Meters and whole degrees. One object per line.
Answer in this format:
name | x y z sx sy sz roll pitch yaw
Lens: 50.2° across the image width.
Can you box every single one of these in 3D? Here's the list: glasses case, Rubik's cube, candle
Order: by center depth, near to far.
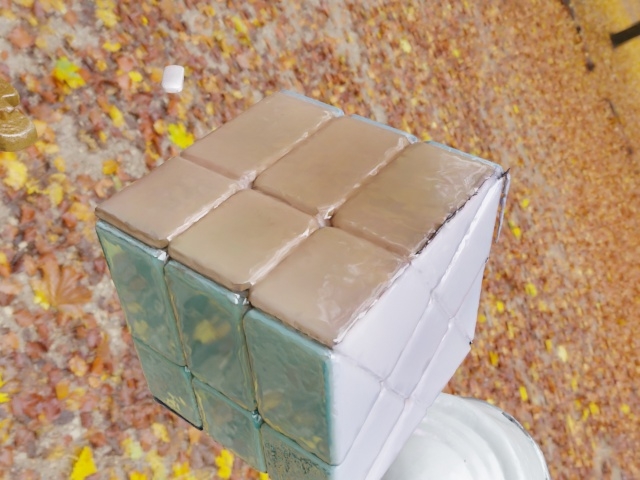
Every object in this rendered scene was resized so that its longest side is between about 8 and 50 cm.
Rubik's cube | -0.008 0.043 0.562 0.221 0.225 0.231 -42 145 -36
candle | 0.133 0.278 0.750 0.342 0.221 0.221 32 46 -63
glasses case | -0.233 -0.256 1.081 0.083 0.032 0.021 -101 -165 -52

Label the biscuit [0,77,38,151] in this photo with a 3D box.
biscuit | -0.589 -0.229 1.072 0.278 0.043 0.301 6 46 -25
